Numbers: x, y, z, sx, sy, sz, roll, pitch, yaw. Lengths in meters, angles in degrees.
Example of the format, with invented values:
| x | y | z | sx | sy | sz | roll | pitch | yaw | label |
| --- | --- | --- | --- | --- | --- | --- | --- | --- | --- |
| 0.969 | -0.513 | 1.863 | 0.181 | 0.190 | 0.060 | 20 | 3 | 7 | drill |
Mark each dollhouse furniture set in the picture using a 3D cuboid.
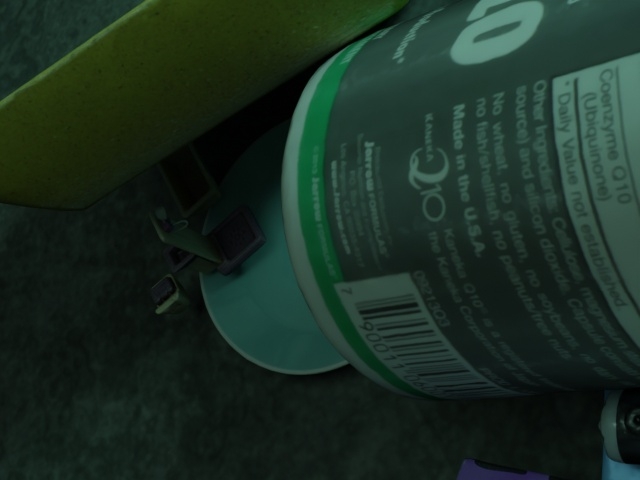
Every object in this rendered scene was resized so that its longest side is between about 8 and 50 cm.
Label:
| x | y | z | sx | sy | sz | roll | pitch | yaw | label |
| --- | --- | --- | --- | --- | --- | --- | --- | --- | --- |
| -0.114 | -0.023 | 0.786 | 0.091 | 0.081 | 0.114 | -40 | 56 | 16 | dollhouse furniture set |

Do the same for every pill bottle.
| x | y | z | sx | sy | sz | roll | pitch | yaw | label |
| --- | --- | --- | --- | --- | --- | --- | --- | --- | --- |
| 0.171 | -0.039 | 0.505 | 0.361 | 0.204 | 0.204 | -12 | 67 | 44 | pill bottle |

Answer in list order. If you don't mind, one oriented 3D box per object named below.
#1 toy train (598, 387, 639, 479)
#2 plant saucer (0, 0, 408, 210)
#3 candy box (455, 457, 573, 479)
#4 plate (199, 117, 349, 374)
| x | y | z | sx | sy | sz | roll | pitch | yaw | label |
| --- | --- | --- | --- | --- | --- | --- | --- | --- | --- |
| 0.223 | 0.096 | 0.559 | 0.184 | 0.105 | 0.080 | -2 | 72 | 30 | toy train |
| -0.052 | -0.141 | 0.731 | 0.333 | 0.332 | 0.081 | -30 | 104 | 19 | plant saucer |
| 0.140 | 0.198 | 0.522 | 0.196 | 0.070 | 0.165 | 9 | 37 | 20 | candy box |
| 0.000 | 0.000 | 0.774 | 0.188 | 0.024 | 0.188 | -10 | 69 | 28 | plate |
